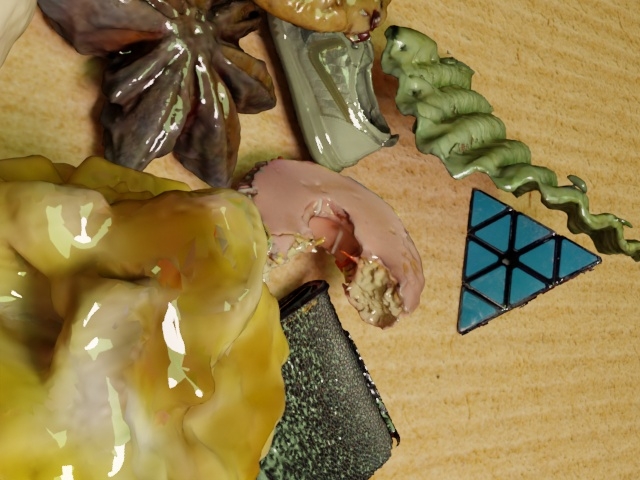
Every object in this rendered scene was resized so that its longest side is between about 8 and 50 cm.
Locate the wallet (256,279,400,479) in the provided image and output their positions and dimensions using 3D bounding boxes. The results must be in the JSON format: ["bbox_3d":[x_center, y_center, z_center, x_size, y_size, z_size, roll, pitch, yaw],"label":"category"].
[{"bbox_3d":[-0.039,0.195,1.074,0.262,0.071,0.221,-35,109,-37],"label":"wallet"}]

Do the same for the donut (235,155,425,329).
[{"bbox_3d":[0.000,0.000,1.084,0.233,0.085,0.199,22,36,-20],"label":"donut"}]

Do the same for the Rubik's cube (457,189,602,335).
[{"bbox_3d":[0.262,0.012,1.426,0.178,0.211,0.190,65,10,12],"label":"Rubik's cube"}]

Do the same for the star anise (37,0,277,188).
[{"bbox_3d":[-0.157,-0.187,0.984,0.315,0.108,0.315,4,84,-45],"label":"star anise"}]

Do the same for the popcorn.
[{"bbox_3d":[-0.213,0.114,0.726,0.390,0.354,0.344,-14,100,-5],"label":"popcorn"}]

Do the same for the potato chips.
[{"bbox_3d":[0.234,-0.102,1.247,0.389,0.097,0.373,21,24,-54],"label":"potato chips"}]

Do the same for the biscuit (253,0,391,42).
[{"bbox_3d":[-0.033,-0.363,1.074,0.289,0.081,0.334,13,49,-42],"label":"biscuit"}]

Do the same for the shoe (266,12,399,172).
[{"bbox_3d":[0.011,-0.215,1.149,0.103,0.098,0.275,-52,126,-71],"label":"shoe"}]

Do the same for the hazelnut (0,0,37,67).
[{"bbox_3d":[-0.340,-0.176,0.740,0.241,0.261,0.261,79,32,-52],"label":"hazelnut"}]
